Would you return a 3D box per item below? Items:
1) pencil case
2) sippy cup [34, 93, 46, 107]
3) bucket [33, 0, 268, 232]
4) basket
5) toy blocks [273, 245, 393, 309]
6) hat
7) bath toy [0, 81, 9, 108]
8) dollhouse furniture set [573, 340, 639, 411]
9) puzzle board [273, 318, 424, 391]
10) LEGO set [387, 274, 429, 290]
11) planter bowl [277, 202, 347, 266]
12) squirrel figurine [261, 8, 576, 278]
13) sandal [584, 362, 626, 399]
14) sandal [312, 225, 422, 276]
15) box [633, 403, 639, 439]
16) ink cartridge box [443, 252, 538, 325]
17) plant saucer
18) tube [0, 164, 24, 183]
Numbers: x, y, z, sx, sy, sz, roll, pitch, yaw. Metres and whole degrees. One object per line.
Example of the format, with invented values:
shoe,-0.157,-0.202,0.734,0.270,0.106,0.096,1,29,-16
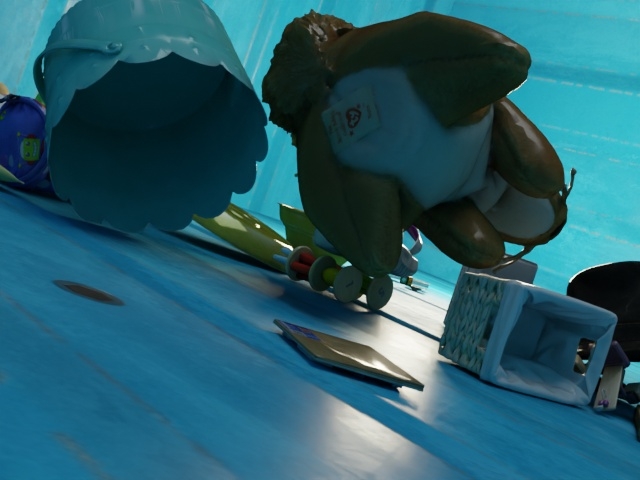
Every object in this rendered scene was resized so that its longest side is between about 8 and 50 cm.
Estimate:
pencil case,-0.347,-0.117,1.358,0.133,0.119,0.306,16,0,24
sippy cup,-0.440,-0.212,1.845,0.224,0.305,0.240,30,-43,-8
bucket,-0.210,-0.164,1.157,0.281,0.281,0.183,18,37,-38
basket,0.228,0.106,1.052,0.167,0.113,0.103,18,1,-35
toy blocks,0.014,0.048,1.353,0.123,0.054,0.148,17,3,-46
hat,0.419,0.096,1.259,0.332,0.133,0.331,4,-8,1
bath toy,-0.525,-0.182,1.448,0.348,0.151,0.129,24,-31,57
dollhouse furniture set,0.308,0.184,1.114,0.114,0.081,0.091,-14,-55,40
puzzle board,0.019,0.096,0.786,0.096,0.011,0.128,18,2,-19
LEGO set,0.170,0.069,2.226,0.183,0.060,0.244,16,2,8
planter bowl,0.000,0.000,1.925,0.217,0.090,0.217,19,3,-1
squirrel figurine,0.130,-0.124,1.172,0.397,0.281,0.370,35,15,37
sandal,0.389,0.189,1.352,0.067,0.040,0.179,19,2,-32
sandal,0.080,-0.013,1.396,0.169,0.102,0.416,19,1,0
box,0.424,0.226,1.024,0.165,0.021,0.201,21,2,17
ink cartridge box,0.249,0.084,1.407,0.082,0.139,0.190,18,2,-1
plant saucer,-0.131,-0.026,1.456,0.241,0.037,0.241,31,3,-2
tube,-0.472,-0.117,1.110,0.240,0.062,0.070,24,39,-40
